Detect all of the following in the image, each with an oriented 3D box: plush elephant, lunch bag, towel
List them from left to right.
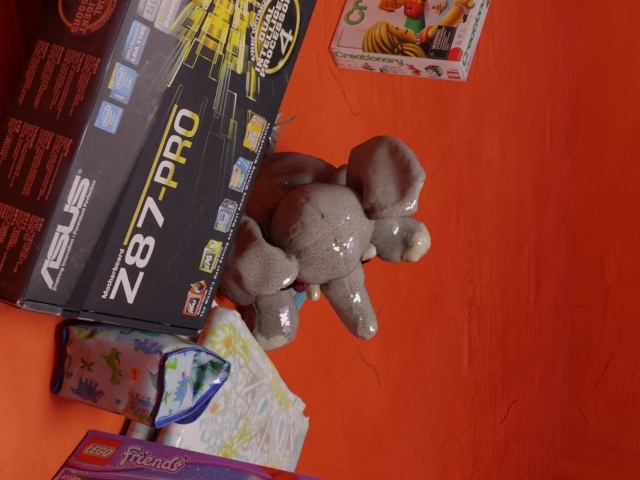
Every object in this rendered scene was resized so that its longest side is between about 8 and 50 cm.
[{"bbox_3d":[-0.180,0.131,1.360,0.151,0.128,0.096,-14,117,-67],"label":"lunch bag"},{"bbox_3d":[-0.144,0.291,1.571,0.374,0.090,0.320,-69,152,-26],"label":"towel"},{"bbox_3d":[0.000,0.000,1.545,0.330,0.271,0.255,65,-3,-30],"label":"plush elephant"}]

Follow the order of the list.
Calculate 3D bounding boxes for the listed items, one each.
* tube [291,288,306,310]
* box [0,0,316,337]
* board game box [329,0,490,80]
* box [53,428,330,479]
[{"bbox_3d":[-0.045,0.030,1.762,0.080,0.052,0.207,-51,151,-34],"label":"tube"},{"bbox_3d":[-0.157,-0.117,1.245,0.318,0.097,0.395,22,88,-64],"label":"box"},{"bbox_3d":[0.150,-0.373,1.873,0.053,0.193,0.305,60,44,-58],"label":"board game box"},{"bbox_3d":[-0.147,0.295,1.288,0.201,0.293,0.057,-56,145,-45],"label":"box"}]
